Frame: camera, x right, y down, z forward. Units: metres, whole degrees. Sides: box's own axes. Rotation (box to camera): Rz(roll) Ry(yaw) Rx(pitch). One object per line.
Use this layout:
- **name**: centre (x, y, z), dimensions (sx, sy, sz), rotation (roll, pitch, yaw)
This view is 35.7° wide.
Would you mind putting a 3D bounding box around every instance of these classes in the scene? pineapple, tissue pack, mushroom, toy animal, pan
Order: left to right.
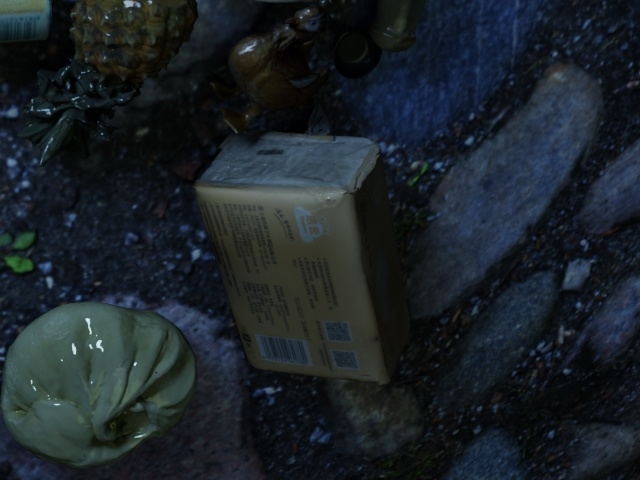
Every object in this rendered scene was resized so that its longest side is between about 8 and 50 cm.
- **pineapple**: centre (-0.234, -0.187, 1.070), dimensions (0.128, 0.128, 0.248), rotation (18, 124, -34)
- **toy animal**: centre (-0.037, -0.206, 1.175), dimensions (0.179, 0.089, 0.188), rotation (-36, 159, 25)
- **tissue pack**: centre (0.000, 0.000, 1.283), dimensions (0.238, 0.238, 0.305), rotation (-23, 127, -13)
- **pan**: centre (0.030, -0.251, 1.236), dimensions (0.068, 0.023, 0.115), rotation (-44, 132, 5)
- **mushroom**: centre (0.090, -0.351, 1.155), dimensions (0.118, 0.103, 0.270), rotation (-35, 133, -20)

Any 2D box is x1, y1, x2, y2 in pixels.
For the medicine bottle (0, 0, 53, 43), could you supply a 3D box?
- **medicine bottle**: centre (-0.480, -0.221, 0.951), dimensions (0.426, 0.108, 0.108), rotation (-9, 123, -24)

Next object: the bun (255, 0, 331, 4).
- **bun**: centre (-0.056, -0.389, 1.025), dimensions (0.263, 0.175, 0.263), rotation (5, 152, 3)

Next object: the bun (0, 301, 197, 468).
- **bun**: centre (-0.283, 0.193, 1.275), dimensions (0.259, 0.160, 0.259), rotation (-11, 123, -17)
